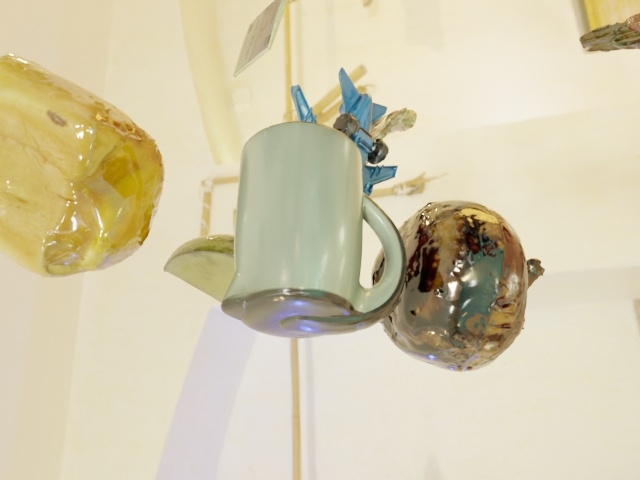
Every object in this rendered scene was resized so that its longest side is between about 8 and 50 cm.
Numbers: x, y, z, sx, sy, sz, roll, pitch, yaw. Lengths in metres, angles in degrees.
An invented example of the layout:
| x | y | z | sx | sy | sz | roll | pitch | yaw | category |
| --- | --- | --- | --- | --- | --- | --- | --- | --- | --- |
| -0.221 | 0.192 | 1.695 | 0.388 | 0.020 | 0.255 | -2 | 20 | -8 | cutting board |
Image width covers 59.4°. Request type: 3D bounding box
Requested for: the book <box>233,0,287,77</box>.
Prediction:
| x | y | z | sx | sy | sz | roll | pitch | yaw | category |
| --- | --- | --- | --- | --- | --- | --- | --- | --- | --- |
| -0.120 | -0.402 | 1.105 | 0.182 | 0.014 | 0.127 | -4 | 66 | 60 | book |

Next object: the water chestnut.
| x | y | z | sx | sy | sz | roll | pitch | yaw | category |
| --- | --- | --- | --- | --- | --- | --- | --- | --- | --- |
| 0.232 | 0.073 | 0.914 | 0.300 | 0.300 | 0.299 | -7 | -90 | -79 | water chestnut |

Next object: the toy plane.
| x | y | z | sx | sy | sz | roll | pitch | yaw | category |
| --- | --- | --- | --- | --- | --- | --- | --- | --- | --- |
| 0.036 | -0.129 | 0.895 | 0.254 | 0.105 | 0.271 | 30 | -115 | -38 | toy plane |

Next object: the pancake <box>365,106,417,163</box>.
| x | y | z | sx | sy | sz | roll | pitch | yaw | category |
| --- | --- | --- | --- | --- | --- | --- | --- | --- | --- |
| 0.100 | -0.191 | 1.231 | 0.057 | 0.266 | 0.244 | 38 | -130 | -17 | pancake |

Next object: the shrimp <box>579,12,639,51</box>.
| x | y | z | sx | sy | sz | roll | pitch | yaw | category |
| --- | --- | --- | --- | --- | --- | --- | --- | --- | --- |
| 0.555 | -0.339 | 0.895 | 0.152 | 0.287 | 0.062 | -17 | -73 | -48 | shrimp |

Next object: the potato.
| x | y | z | sx | sy | sz | roll | pitch | yaw | category |
| --- | --- | --- | --- | --- | --- | --- | --- | --- | --- |
| -0.197 | 0.054 | 1.311 | 0.255 | 0.269 | 0.112 | -35 | 30 | 53 | potato |

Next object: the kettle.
| x | y | z | sx | sy | sz | roll | pitch | yaw | category |
| --- | --- | --- | --- | --- | --- | --- | --- | --- | --- |
| 0.000 | 0.000 | 0.691 | 0.161 | 0.221 | 0.236 | 119 | 157 | -55 | kettle |

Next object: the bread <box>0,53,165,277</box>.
| x | y | z | sx | sy | sz | roll | pitch | yaw | category |
| --- | --- | --- | --- | --- | --- | --- | --- | --- | --- |
| -0.494 | -0.125 | 1.093 | 0.250 | 0.394 | 0.360 | -23 | -43 | -66 | bread |
